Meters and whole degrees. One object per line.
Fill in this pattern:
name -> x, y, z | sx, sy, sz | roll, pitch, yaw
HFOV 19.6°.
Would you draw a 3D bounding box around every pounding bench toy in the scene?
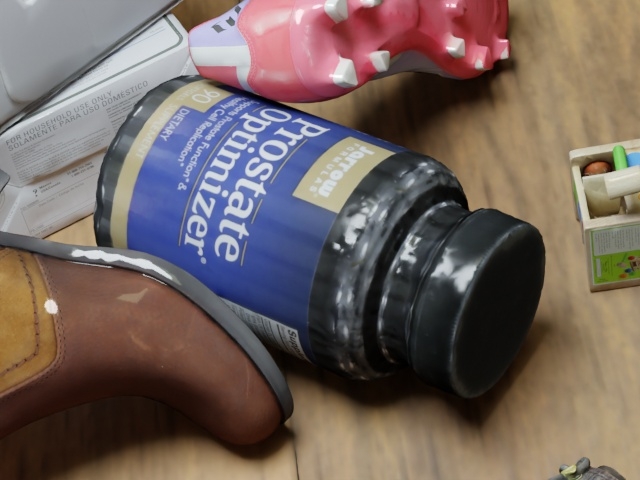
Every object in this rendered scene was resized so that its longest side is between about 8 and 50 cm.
pounding bench toy -> 0.161, -0.027, 0.976 | 0.052, 0.083, 0.065 | -9, 48, 5

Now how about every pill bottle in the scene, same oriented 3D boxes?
pill bottle -> 0.000, 0.000, 0.962 | 0.219, 0.123, 0.123 | 21, 56, 29

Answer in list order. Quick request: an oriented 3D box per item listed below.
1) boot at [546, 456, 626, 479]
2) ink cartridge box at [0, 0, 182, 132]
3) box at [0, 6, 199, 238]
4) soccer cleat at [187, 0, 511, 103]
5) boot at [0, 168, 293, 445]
boot -> 0.050, 0.173, 0.835 | 0.229, 0.091, 0.263 | -36, 55, -26
ink cartridge box -> -0.229, -0.224, 1.043 | 0.197, 0.198, 0.270 | -39, 53, -22
box -> -0.201, -0.134, 1.151 | 0.169, 0.087, 0.290 | -27, 48, -12
soccer cleat -> 0.028, -0.123, 1.037 | 0.095, 0.083, 0.248 | 3, 14, 31
boot -> -0.178, 0.113, 0.890 | 0.264, 0.096, 0.280 | 34, 67, -13
